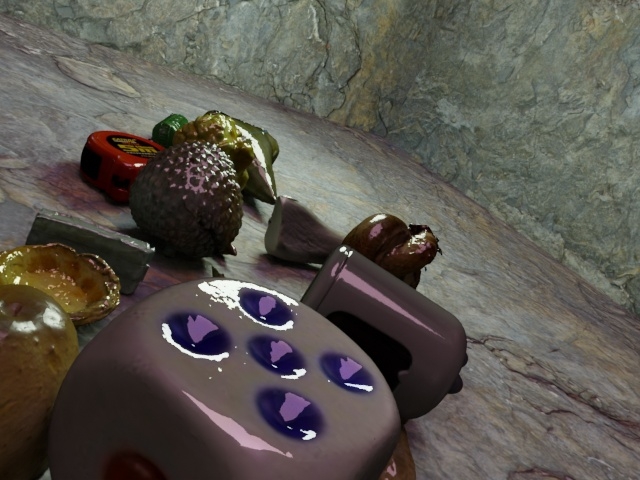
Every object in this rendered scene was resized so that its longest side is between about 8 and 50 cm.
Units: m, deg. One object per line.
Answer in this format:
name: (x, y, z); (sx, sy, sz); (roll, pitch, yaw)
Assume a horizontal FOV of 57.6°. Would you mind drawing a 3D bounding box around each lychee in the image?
lychee: (-0.288, -0.089, 1.294); (0.255, 0.274, 0.255); (26, -11, 6)

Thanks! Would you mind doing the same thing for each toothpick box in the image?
toothpick box: (0.113, 0.164, 1.010); (0.316, 0.229, 0.229); (32, 20, -1)

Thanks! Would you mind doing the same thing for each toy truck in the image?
toy truck: (-0.469, -0.336, 1.837); (0.101, 0.125, 0.242); (23, 20, -7)

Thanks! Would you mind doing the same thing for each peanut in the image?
peanut: (0.108, 0.346, 0.936); (0.093, 0.083, 0.194); (24, 20, -1)

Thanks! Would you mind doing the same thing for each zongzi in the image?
zongzi: (-0.194, -0.239, 1.899); (0.393, 0.174, 0.356); (44, 19, 17)

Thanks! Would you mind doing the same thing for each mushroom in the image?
mushroom: (0.170, 0.053, 1.485); (0.283, 0.263, 0.195); (-19, 18, -19)
mushroom: (0.000, 0.000, 1.545); (0.328, 0.159, 0.122); (18, 33, -31)

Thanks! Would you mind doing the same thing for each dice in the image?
dice: (-0.100, 0.236, 0.685); (0.304, 0.277, 0.304); (32, 21, 21)

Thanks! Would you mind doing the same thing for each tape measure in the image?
tape measure: (-0.475, -0.186, 1.488); (0.260, 0.114, 0.253); (34, 22, 30)

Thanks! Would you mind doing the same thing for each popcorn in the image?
popcorn: (-0.293, -0.217, 1.632); (0.205, 0.237, 0.252); (-23, 82, -48)

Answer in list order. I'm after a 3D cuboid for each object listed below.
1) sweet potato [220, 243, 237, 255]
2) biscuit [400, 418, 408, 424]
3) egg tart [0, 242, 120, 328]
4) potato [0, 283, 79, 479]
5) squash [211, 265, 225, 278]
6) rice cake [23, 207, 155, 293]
sweet potato: (-0.251, 0.003, 1.406); (0.153, 0.038, 0.041); (33, -4, 41)
biscuit: (0.075, 0.232, 1.192); (0.290, 0.062, 0.237); (34, 21, 7)
egg tart: (-0.427, 0.084, 0.925); (0.212, 0.090, 0.213); (21, 21, -8)
potato: (-0.378, 0.154, 0.649); (0.242, 0.243, 0.285); (30, 18, 9)
squash: (-0.095, 0.168, 1.037); (0.154, 0.204, 0.237); (-3, 21, -22)
rice cake: (-0.417, 0.024, 1.051); (0.211, 0.124, 0.038); (25, 26, -19)
